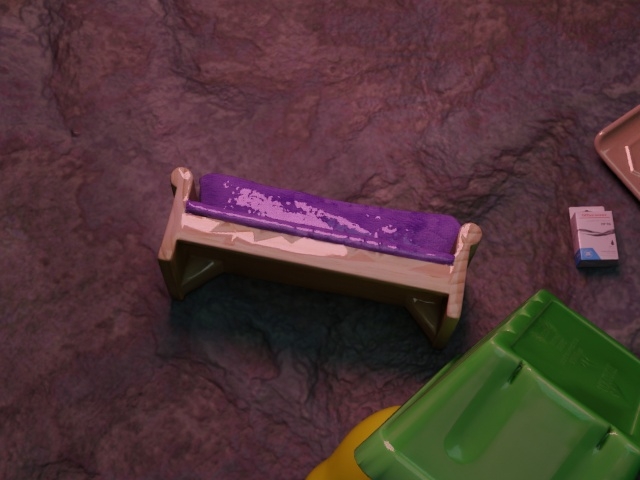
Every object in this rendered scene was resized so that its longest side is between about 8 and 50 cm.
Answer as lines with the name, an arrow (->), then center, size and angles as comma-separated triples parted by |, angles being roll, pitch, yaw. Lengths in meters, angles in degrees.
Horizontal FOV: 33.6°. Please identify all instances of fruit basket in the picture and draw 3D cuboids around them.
fruit basket -> 0.156, 0.249, 1.101 | 0.283, 0.392, 0.392 | 37, 72, 13

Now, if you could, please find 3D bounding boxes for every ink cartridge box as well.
ink cartridge box -> 0.344, -0.010, 1.337 | 0.048, 0.028, 0.083 | -2, 68, -2

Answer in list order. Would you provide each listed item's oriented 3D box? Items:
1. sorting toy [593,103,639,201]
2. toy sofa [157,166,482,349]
sorting toy -> 0.486, -0.098, 1.376 | 0.193, 0.038, 0.208 | -34, 77, -13
toy sofa -> 0.000, 0.000, 1.261 | 0.363, 0.150, 0.177 | 11, 70, 3
